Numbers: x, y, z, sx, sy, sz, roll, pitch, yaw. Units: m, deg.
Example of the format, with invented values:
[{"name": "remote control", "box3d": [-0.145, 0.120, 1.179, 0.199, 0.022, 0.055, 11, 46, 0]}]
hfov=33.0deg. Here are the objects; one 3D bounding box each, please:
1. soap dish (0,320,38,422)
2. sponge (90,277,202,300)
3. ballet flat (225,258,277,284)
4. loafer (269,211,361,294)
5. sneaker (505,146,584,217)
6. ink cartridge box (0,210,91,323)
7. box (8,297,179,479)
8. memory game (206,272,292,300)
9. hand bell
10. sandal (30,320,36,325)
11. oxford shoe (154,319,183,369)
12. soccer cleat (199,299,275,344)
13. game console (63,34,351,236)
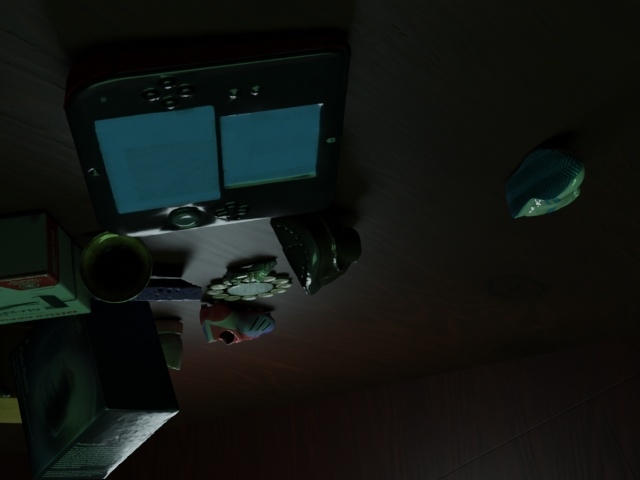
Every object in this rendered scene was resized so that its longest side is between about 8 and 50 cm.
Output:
[{"name": "soap dish", "box3d": [-0.630, 0.281, 2.364, 0.290, 0.229, 0.118, 10, 146, -43]}, {"name": "sponge", "box3d": [-0.349, 0.094, 2.101, 0.210, 0.031, 0.117, 3, -174, -28]}, {"name": "ballet flat", "box3d": [-0.135, 0.067, 2.156, 0.114, 0.041, 0.041, -14, 161, 22]}, {"name": "loafer", "box3d": [0.000, 0.000, 1.888, 0.130, 0.134, 0.366, -29, 174, -4]}, {"name": "sneaker", "box3d": [0.378, -0.099, 1.749, 0.092, 0.088, 0.229, -10, 171, -13]}, {"name": "ink cartridge box", "box3d": [-0.520, 0.054, 1.839, 0.196, 0.114, 0.273, -7, 164, 1]}, {"name": "box", "box3d": [-0.464, 0.281, 2.175, 0.182, 0.296, 0.294, 11, 137, -43]}, {"name": "memory game", "box3d": [-0.150, 0.098, 2.297, 0.186, 0.012, 0.186, -6, 162, -2]}, {"name": "hand bell", "box3d": [-0.355, 0.053, 1.973, 0.126, 0.126, 0.242, -6, 176, -2]}, {"name": "sandal", "box3d": [-0.552, 0.169, 2.295, 0.219, 0.060, 0.090, 7, 158, -38]}, {"name": "oxford shoe", "box3d": [-0.486, 0.274, 2.541, 0.348, 0.130, 0.123, -12, 162, 18]}, {"name": "soccer cleat", "box3d": [-0.188, 0.199, 2.468, 0.083, 0.095, 0.248, -16, 160, 28]}, {"name": "game console", "box3d": [-0.139, -0.122, 1.403, 0.341, 0.060, 0.387, -4, 153, -5]}]
